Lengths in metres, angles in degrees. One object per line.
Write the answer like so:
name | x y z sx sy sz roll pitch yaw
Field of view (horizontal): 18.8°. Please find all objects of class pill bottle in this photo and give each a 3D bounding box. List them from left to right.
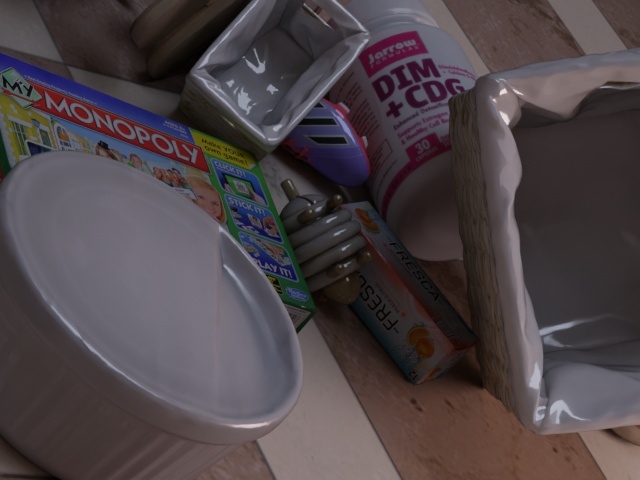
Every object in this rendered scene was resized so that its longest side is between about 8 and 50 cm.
pill bottle | 0.103 -0.129 2.065 0.160 0.160 0.283 18 35 -40

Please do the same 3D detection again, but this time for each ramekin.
ramekin | -0.154 0.071 1.448 0.273 0.127 0.273 32 28 -19

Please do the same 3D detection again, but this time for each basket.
basket | -0.050 -0.166 1.894 0.113 0.103 0.167 42 67 -2
basket | 0.303 -0.008 1.804 0.266 0.328 0.331 -172 -106 -85

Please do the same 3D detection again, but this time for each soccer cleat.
soccer cleat | -0.051 -0.139 1.982 0.095 0.083 0.248 -39 87 -32

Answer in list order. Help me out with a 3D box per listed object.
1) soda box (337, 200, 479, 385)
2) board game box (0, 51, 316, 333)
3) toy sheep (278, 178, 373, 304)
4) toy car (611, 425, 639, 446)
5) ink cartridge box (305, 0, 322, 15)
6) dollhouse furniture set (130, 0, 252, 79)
soda box | 0.068 0.050 1.858 0.183 0.063 0.058 52 27 17
board game box | -0.162 -0.040 1.696 0.317 0.046 0.213 20 35 -38
toy sheep | 0.000 0.000 1.809 0.091 0.091 0.132 -18 83 -61
toy car | 0.383 0.082 2.047 0.219 0.238 0.210 31 29 -23
ink cartridge box | -0.084 -0.340 2.169 0.207 0.117 0.283 37 27 -11
dollhouse furniture set | -0.271 -0.327 1.783 0.362 0.256 0.394 51 -4 7
